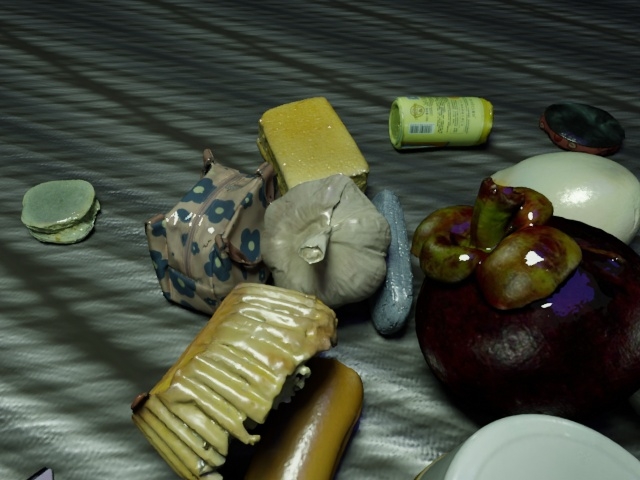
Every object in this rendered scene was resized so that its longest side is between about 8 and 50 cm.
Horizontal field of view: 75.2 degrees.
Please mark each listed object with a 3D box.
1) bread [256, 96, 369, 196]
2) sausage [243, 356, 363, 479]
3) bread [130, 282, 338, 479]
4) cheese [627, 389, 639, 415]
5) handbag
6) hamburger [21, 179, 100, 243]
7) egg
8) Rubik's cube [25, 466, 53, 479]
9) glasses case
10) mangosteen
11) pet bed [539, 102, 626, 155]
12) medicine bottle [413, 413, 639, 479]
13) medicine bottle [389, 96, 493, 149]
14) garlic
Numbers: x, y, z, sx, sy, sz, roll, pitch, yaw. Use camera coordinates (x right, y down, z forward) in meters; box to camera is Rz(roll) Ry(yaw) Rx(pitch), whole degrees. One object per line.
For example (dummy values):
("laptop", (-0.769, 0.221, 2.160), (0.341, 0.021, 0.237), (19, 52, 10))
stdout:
("bread", (-0.023, -0.183, 0.906), (0.185, 0.114, 0.274), (-17, 53, -12))
("sausage", (-0.039, 0.301, 0.523), (0.112, 0.112, 0.328), (19, 53, 12))
("bread", (-0.103, 0.163, 0.530), (0.149, 0.274, 0.274), (43, 57, -5))
("cheese", (0.505, 0.167, 0.605), (0.155, 0.198, 0.188), (-30, 38, 21))
("handbag", (-0.169, -0.020, 0.713), (0.190, 0.193, 0.251), (16, 53, 8))
("hamburger", (-0.506, -0.059, 0.810), (0.133, 0.062, 0.139), (-8, 50, -14))
("egg", (0.497, -0.097, 0.826), (0.265, 0.174, 0.286), (-17, 51, -21))
("Rubik's cube", (-0.353, 0.371, 0.491), (0.191, 0.211, 0.178), (37, 29, -14))
("glasses case", (0.116, 0.030, 0.742), (0.067, 0.109, 0.282), (11, 51, -9))
("mangosteen", (0.267, 0.074, 0.569), (0.307, 0.307, 0.346), (-44, 108, -30))
("pet bed", (0.670, -0.287, 1.062), (0.202, 0.053, 0.201), (1, 51, -1))
("medicine bottle", (0.212, 0.331, 0.431), (0.238, 0.231, 0.237), (2, 52, -3))
("medicine bottle", (0.292, -0.284, 0.998), (0.239, 0.124, 0.124), (-1, 52, -5))
("garlic", (0.000, 0.000, 0.609), (0.219, 0.212, 0.218), (0, 88, 10))
